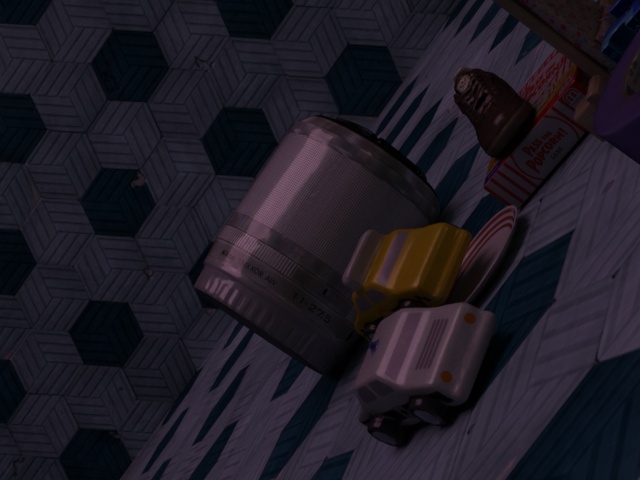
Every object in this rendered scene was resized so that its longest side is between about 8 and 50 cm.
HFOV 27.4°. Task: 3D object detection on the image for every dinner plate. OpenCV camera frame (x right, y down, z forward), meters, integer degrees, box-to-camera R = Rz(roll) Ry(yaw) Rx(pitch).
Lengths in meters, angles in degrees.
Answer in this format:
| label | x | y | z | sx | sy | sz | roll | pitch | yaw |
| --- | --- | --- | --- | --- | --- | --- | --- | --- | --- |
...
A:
| label | x | y | z | sx | sy | sz | roll | pitch | yaw |
| --- | --- | --- | --- | --- | --- | --- | --- | --- | --- |
| dinner plate | 0.150 | 0.028 | 1.257 | 0.141 | 0.017 | 0.141 | -55 | 5 | 7 |

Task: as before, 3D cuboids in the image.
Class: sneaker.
| label | x | y | z | sx | sy | sz | roll | pitch | yaw |
| --- | --- | --- | --- | --- | --- | --- | --- | --- | --- |
| sneaker | 0.164 | -0.135 | 1.332 | 0.066 | 0.071 | 0.188 | -54 | 5 | 12 |

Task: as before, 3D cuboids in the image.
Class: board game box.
| label | x | y | z | sx | sy | sz | roll | pitch | yaw |
| --- | --- | --- | --- | --- | --- | --- | --- | --- | --- |
| board game box | 0.235 | -0.133 | 1.331 | 0.147 | 0.045 | 0.193 | -52 | 7 | 30 |

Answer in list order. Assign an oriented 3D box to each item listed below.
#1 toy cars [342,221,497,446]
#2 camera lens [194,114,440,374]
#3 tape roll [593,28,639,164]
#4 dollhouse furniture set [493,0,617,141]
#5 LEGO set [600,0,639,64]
| label | x | y | z | sx | sy | sz | roll | pitch | yaw |
| --- | --- | --- | --- | --- | --- | --- | --- | --- | --- |
| toy cars | 0.069 | 0.068 | 1.208 | 0.176 | 0.087 | 0.393 | -59 | 9 | 16 |
| camera lens | 0.000 | 0.000 | 1.632 | 0.274 | 0.219 | 0.219 | -56 | 6 | -7 |
| tape roll | 0.267 | -0.123 | 0.852 | 0.189 | 0.080 | 0.189 | -54 | 5 | 7 |
| dollhouse furniture set | 0.212 | -0.304 | 1.215 | 0.174 | 0.303 | 0.355 | -51 | 8 | 31 |
| LEGO set | 0.293 | -0.196 | 1.014 | 0.227 | 0.087 | 0.093 | -51 | 8 | 31 |
